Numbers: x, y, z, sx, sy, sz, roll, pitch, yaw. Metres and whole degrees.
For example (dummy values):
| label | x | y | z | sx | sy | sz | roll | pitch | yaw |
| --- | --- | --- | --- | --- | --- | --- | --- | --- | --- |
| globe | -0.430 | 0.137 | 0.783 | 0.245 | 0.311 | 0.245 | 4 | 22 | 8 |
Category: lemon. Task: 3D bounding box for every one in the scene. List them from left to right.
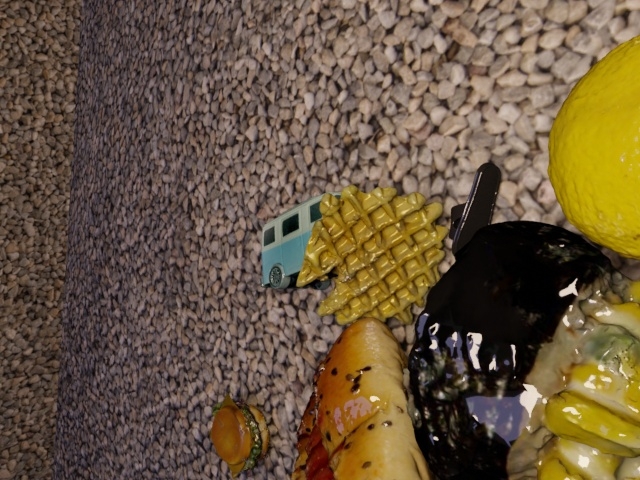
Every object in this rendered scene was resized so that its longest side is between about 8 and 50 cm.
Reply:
| label | x | y | z | sx | sy | sz | roll | pitch | yaw |
| --- | --- | --- | --- | --- | --- | --- | --- | --- | --- |
| lemon | 0.392 | -0.098 | 0.601 | 0.322 | 0.268 | 0.268 | -23 | 73 | 50 |

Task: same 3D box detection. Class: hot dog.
| label | x | y | z | sx | sy | sz | roll | pitch | yaw |
| --- | --- | --- | --- | --- | --- | --- | --- | --- | --- |
| hot dog | 0.054 | 0.327 | 0.910 | 0.365 | 0.196 | 0.367 | -79 | 10 | -53 |

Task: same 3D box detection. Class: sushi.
| label | x | y | z | sx | sy | sz | roll | pitch | yaw |
| --- | --- | --- | --- | --- | --- | --- | --- | --- | --- |
| sushi | 0.292 | 0.156 | 0.638 | 0.285 | 0.327 | 0.329 | 14 | 106 | 46 |

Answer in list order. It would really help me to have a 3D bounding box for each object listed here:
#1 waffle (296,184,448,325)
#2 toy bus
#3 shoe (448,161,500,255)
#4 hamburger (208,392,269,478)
| label | x | y | z | sx | sy | sz | roll | pitch | yaw |
| --- | --- | --- | --- | --- | --- | --- | --- | --- | --- |
| waffle | 0.091 | 0.034 | 0.943 | 0.056 | 0.250 | 0.261 | -119 | 40 | -65 |
| toy bus | 0.000 | 0.000 | 1.107 | 0.271 | 0.133 | 0.165 | -23 | 68 | 46 |
| shoe | 0.242 | -0.051 | 0.907 | 0.053 | 0.062 | 0.159 | 38 | 118 | 54 |
| hamburger | -0.188 | 0.453 | 1.330 | 0.189 | 0.093 | 0.164 | 54 | 124 | 30 |
